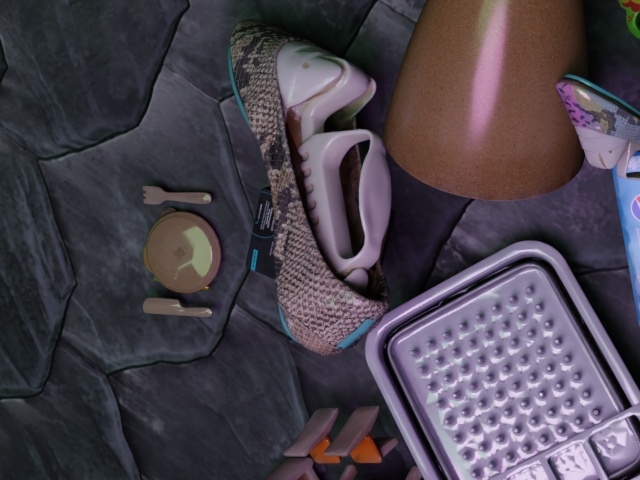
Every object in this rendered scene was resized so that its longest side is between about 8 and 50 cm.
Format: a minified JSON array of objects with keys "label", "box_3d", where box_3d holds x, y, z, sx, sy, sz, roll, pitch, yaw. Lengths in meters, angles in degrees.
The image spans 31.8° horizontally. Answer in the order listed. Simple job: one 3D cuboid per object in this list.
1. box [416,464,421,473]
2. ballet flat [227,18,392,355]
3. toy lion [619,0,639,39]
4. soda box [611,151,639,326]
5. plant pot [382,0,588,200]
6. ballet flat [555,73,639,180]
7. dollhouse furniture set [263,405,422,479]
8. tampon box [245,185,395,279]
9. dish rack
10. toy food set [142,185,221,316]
[{"label":"box","box_3d":[0.215,0.275,1.494,0.137,0.072,0.126,26,114,19]},{"label":"ballet flat","box_3d":[0.008,-0.104,1.377,0.182,0.164,0.483,-35,56,43]},{"label":"toy lion","box_3d":[0.380,-0.280,1.293,0.096,0.034,0.100,22,111,29]},{"label":"soda box","box_3d":[0.398,-0.010,1.327,0.067,0.071,0.210,-7,99,28]},{"label":"plant pot","box_3d":[0.197,-0.216,1.243,0.237,0.237,0.254,22,132,21]},{"label":"ballet flat","box_3d":[0.329,-0.106,1.199,0.077,0.221,0.079,37,107,56]},{"label":"dollhouse furniture set","box_3d":[0.025,0.374,1.541,0.259,0.135,0.262,-10,116,44]},{"label":"tampon box","box_3d":[0.000,0.000,1.518,0.161,0.101,0.120,22,112,21]},{"label":"dish rack","box_3d":[0.240,0.196,1.401,0.285,0.072,0.333,-30,75,13]},{"label":"toy food set","box_3d":[-0.205,0.016,1.672,0.132,0.038,0.192,5,100,19]}]
